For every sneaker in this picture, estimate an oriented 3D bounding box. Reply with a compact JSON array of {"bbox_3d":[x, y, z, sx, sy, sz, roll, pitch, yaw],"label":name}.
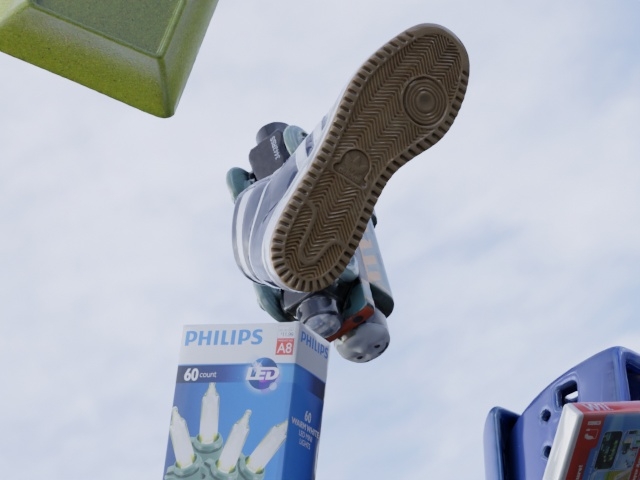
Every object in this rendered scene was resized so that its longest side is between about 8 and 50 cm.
[{"bbox_3d":[0.018,-0.073,1.685,0.282,0.099,0.153,-56,14,-16],"label":"sneaker"}]

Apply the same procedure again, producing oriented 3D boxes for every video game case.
[{"bbox_3d":[0.319,0.242,1.740,0.285,0.025,0.204,1,-68,-32],"label":"video game case"}]

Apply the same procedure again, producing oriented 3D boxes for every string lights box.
[{"bbox_3d":[-0.076,0.213,1.788,0.133,0.259,0.077,-3,-20,25],"label":"string lights box"}]

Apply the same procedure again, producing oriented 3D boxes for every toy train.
[{"bbox_3d":[0.000,0.000,2.295,0.142,0.334,0.190,-36,-45,22],"label":"toy train"}]

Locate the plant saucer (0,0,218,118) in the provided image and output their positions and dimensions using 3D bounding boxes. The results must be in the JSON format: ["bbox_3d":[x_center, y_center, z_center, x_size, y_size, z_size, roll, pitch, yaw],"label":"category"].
[{"bbox_3d":[-0.190,-0.226,1.701,0.045,0.188,0.188,124,166,-58],"label":"plant saucer"}]

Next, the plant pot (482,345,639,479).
[{"bbox_3d":[0.305,0.272,1.965,0.212,0.236,0.236,-25,-36,36],"label":"plant pot"}]
